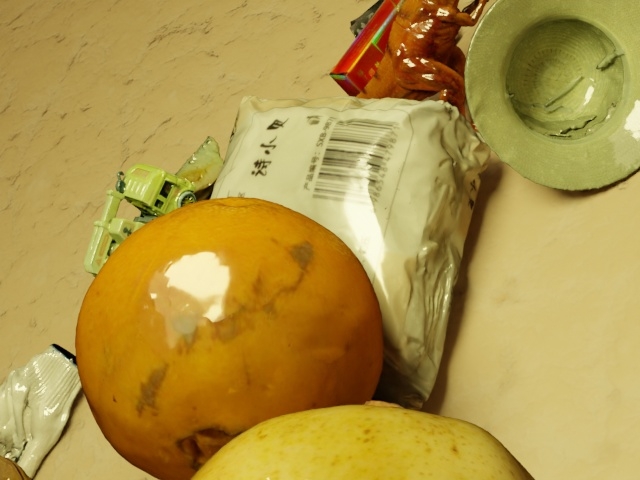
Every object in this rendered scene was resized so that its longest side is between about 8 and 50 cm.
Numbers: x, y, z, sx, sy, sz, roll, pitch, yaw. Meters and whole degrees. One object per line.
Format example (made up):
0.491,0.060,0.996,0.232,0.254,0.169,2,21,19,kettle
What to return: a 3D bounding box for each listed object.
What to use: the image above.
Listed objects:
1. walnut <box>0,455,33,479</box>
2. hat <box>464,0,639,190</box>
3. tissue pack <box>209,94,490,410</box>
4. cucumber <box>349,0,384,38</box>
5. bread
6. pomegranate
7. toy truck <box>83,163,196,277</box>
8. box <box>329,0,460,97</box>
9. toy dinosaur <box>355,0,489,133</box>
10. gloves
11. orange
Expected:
-0.420,0.359,1.493,0.167,0.167,0.207,-39,50,5,walnut
0.290,-0.191,1.414,0.257,0.257,0.130,-39,7,5,hat
0.000,0.000,1.439,0.390,0.195,0.376,9,70,31,tissue pack
0.138,-0.365,1.756,0.245,0.067,0.067,-44,41,-5,cucumber
-0.196,-0.060,1.682,0.128,0.088,0.232,-62,13,-29,bread
0.043,0.318,0.996,0.416,0.417,0.417,-21,45,23,pomegranate
-0.234,-0.016,1.497,0.077,0.100,0.169,19,81,42,toy truck
0.105,-0.258,1.647,0.175,0.112,0.048,-55,32,-13,box
0.136,-0.205,1.549,0.432,0.208,0.097,-58,6,18,toy dinosaur
-0.406,0.248,1.637,0.119,0.097,0.229,35,67,4,gloves
-0.090,0.103,1.206,0.312,0.312,0.312,-21,45,23,orange
